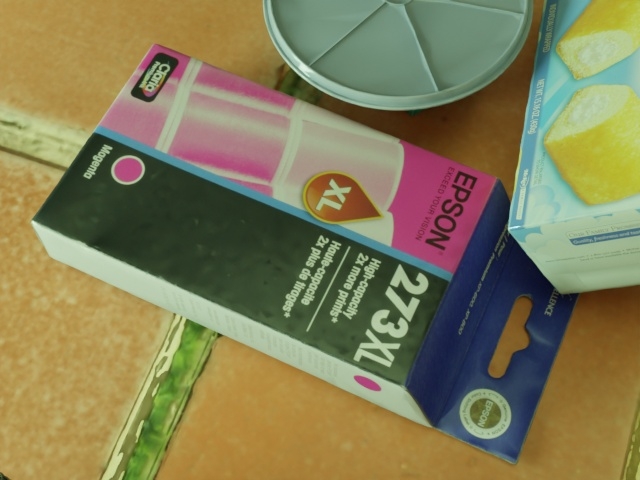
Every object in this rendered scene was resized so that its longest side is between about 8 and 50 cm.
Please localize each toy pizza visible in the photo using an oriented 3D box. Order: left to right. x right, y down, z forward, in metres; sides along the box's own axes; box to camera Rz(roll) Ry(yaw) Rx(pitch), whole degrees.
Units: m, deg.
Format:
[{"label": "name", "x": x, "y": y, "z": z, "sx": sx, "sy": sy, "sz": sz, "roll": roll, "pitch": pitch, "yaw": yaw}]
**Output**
[{"label": "toy pizza", "x": 0.058, "y": -0.178, "z": 0.702, "sx": 0.201, "sy": 0.032, "sz": 0.201, "roll": -1, "pitch": 64, "yaw": 2}]

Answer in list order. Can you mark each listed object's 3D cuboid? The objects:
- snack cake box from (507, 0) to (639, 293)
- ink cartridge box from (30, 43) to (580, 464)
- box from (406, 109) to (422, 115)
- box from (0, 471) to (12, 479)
[{"label": "snack cake box", "x": 0.234, "y": -0.101, "z": 0.648, "sx": 0.152, "sy": 0.089, "sz": 0.264, "roll": -12, "pitch": 48, "yaw": 37}, {"label": "ink cartridge box", "x": 0.000, "y": 0.000, "z": 0.668, "sx": 0.371, "sy": 0.069, "sz": 0.175, "roll": 24, "pitch": 66, "yaw": 9}, {"label": "box", "x": 0.043, "y": -0.225, "z": 0.776, "sx": 0.101, "sy": 0.060, "sz": 0.244, "roll": -33, "pitch": 68, "yaw": -15}, {"label": "box", "x": -0.249, "y": 0.239, "z": 0.538, "sx": 0.148, "sy": 0.077, "sz": 0.180, "roll": -5, "pitch": 64, "yaw": -3}]
